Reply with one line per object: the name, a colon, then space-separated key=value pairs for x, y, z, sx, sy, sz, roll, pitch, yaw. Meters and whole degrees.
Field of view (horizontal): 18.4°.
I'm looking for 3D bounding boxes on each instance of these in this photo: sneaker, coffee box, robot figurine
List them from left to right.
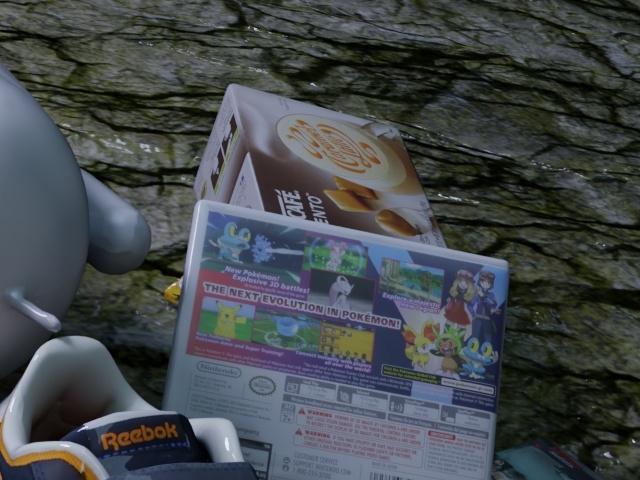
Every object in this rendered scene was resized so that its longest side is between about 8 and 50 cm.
robot figurine: x=-0.253 y=-0.029 z=1.152 sx=0.300 sy=0.199 sz=0.353 roll=5 pitch=17 yaw=-25
sneaker: x=-0.080 y=0.165 z=0.952 sx=0.126 sy=0.127 sz=0.321 roll=-3 pitch=30 yaw=-38
coffee box: x=0.000 y=0.000 z=1.368 sx=0.141 sy=0.098 sz=0.246 roll=14 pitch=26 yaw=-16

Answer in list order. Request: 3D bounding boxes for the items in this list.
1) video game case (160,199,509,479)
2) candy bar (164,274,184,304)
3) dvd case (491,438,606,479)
video game case: x=0.009 y=0.078 z=1.188 sx=0.201 sy=0.023 sz=0.183 roll=11 pitch=64 yaw=-7
candy bar: x=-0.066 y=0.018 z=1.419 sx=0.040 sy=0.018 sz=0.161 roll=24 pitch=25 yaw=11
dvd case: x=0.133 y=0.160 z=1.228 sx=0.119 sy=0.013 sz=0.087 roll=-11 pitch=35 yaw=-44
